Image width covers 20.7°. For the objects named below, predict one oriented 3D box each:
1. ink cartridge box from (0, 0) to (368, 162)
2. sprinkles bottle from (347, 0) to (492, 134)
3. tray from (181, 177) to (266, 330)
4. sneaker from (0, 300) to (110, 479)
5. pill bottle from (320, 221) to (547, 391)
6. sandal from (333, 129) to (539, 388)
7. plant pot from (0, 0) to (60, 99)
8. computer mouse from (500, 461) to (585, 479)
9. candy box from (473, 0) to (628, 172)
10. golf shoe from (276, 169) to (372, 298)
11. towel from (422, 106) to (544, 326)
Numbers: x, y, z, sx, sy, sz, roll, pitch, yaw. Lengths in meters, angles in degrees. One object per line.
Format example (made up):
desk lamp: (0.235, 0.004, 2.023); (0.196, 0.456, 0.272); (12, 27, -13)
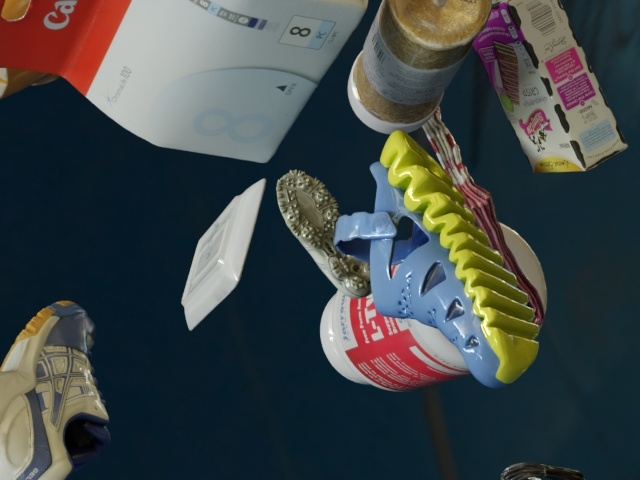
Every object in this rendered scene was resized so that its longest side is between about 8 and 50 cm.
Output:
ink cartridge box: (-0.182, -0.223, 1.929); (0.385, 0.308, 0.091); (6, -122, -22)
sprinkles bottle: (0.113, -0.230, 2.098); (0.121, 0.121, 0.355); (23, 166, -1)
tray: (-0.132, 0.018, 2.253); (0.030, 0.270, 0.145); (19, -110, -11)
sneaker: (-0.255, 0.161, 1.658); (0.131, 0.112, 0.296); (28, -154, 0)
pill bottle: (0.158, 0.113, 2.727); (0.229, 0.229, 0.408); (6, 165, -23)
sandal: (0.112, 0.037, 1.786); (0.126, 0.138, 0.317); (36, -161, -45)
plant pot: (-0.455, -0.289, 2.483); (0.205, 0.205, 0.188); (26, -140, 5)
computer mouse: (0.237, 0.231, 1.563); (0.242, 0.071, 0.041); (31, -142, -44)
candy box: (0.277, -0.202, 2.201); (0.071, 0.233, 0.159); (-30, -171, -14)
golf shoe: (0.000, 0.000, 2.095); (0.069, 0.086, 0.176); (-32, -97, -19)
towel: (0.200, -0.061, 2.320); (0.237, 0.037, 0.329); (59, -174, -39)
